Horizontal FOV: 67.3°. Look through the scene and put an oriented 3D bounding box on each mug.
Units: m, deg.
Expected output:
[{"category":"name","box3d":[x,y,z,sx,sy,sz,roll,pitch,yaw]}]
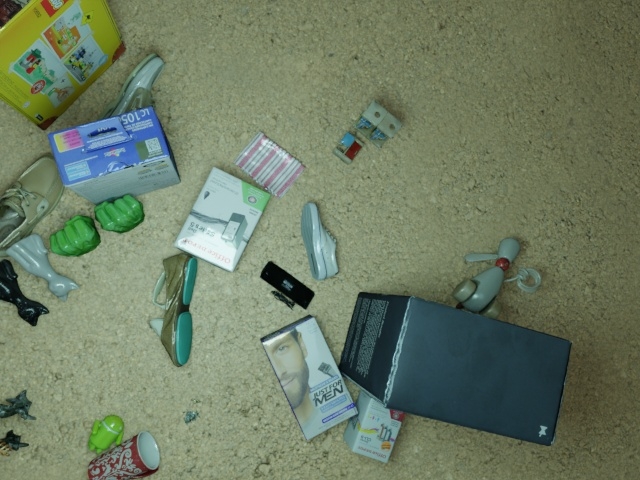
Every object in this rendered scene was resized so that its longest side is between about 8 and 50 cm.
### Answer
[{"category":"mug","box3d":[-0.567,0.663,1.405,0.169,0.113,0.150,-26,101,0]}]

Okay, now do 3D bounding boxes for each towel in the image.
[{"category":"towel","box3d":[-0.167,-0.250,1.587,0.197,0.029,0.144,38,80,-7]}]

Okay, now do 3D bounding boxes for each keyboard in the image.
[{"category":"keyboard","box3d":[-0.119,0.159,1.577,0.192,0.038,0.100,37,57,-6]}]

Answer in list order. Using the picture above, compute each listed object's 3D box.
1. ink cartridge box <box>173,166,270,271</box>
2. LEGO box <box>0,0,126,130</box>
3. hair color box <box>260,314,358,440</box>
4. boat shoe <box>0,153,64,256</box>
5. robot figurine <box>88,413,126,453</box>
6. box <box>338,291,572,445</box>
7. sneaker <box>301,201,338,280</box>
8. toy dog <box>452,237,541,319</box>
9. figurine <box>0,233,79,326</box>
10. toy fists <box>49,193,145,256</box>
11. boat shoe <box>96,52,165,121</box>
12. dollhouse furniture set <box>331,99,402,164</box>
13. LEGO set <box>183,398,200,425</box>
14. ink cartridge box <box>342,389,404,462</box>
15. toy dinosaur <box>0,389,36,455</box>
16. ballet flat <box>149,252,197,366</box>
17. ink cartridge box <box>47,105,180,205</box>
[{"category":"ink cartridge box","box3d":[-0.304,-0.059,1.504,0.199,0.115,0.272,26,82,-9]},{"category":"LEGO box","box3d":[-0.750,-0.544,1.251,0.193,0.500,0.372,41,80,-7]},{"category":"hair color box","box3d":[-0.039,0.430,1.532,0.185,0.110,0.338,-25,90,-10]},{"category":"boat shoe","box3d":[-0.863,-0.103,1.400,0.122,0.110,0.340,28,82,-8]},{"category":"robot figurine","box3d":[-0.634,0.569,1.425,0.115,0.067,0.101,-50,124,-10]},{"category":"box","box3d":[0.360,0.352,1.428,0.481,0.472,0.297,16,84,-10]},{"category":"sneaker","box3d":[0.000,0.000,1.584,0.091,0.094,0.257,-10,93,-30]},{"category":"toy dog","box3d":[0.573,0.144,1.668,0.334,0.161,0.220,-26,83,-25]},{"category":"figurine","box3d":[-0.832,0.120,1.386,0.215,0.092,0.209,-36,102,11]},{"category":"toy fists","box3d":[-0.657,-0.044,1.421,0.279,0.142,0.096,-29,92,-12]},{"category":"boat shoe","box3d":[-0.563,-0.431,1.486,0.103,0.113,0.302,36,91,-8]},{"category":"dollhouse furniture set","box3d":[0.155,-0.340,1.604,0.129,0.129,0.183,38,79,-7]},{"category":"LEGO set","box3d":[-0.401,0.536,1.495,0.054,0.023,0.083,1,86,-11]},{"category":"ink cartridge box","box3d":[0.171,0.596,1.551,0.128,0.127,0.176,22,84,-9]},{"category":"toy dinosaur","box3d":[-0.915,0.511,1.291,0.322,0.218,0.164,36,97,34]},{"category":"ballet flat","box3d":[-0.455,0.208,1.471,0.124,0.116,0.342,2,86,9]},{"category":"ink cartridge box","box3d":[-0.549,-0.226,1.324,0.270,0.395,0.151,-19,90,-12]}]
